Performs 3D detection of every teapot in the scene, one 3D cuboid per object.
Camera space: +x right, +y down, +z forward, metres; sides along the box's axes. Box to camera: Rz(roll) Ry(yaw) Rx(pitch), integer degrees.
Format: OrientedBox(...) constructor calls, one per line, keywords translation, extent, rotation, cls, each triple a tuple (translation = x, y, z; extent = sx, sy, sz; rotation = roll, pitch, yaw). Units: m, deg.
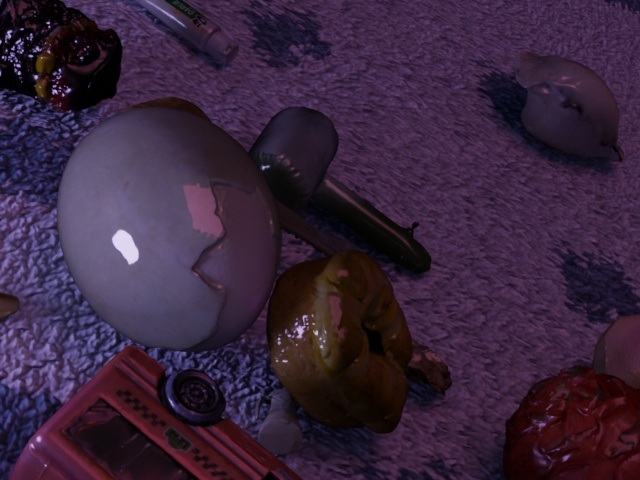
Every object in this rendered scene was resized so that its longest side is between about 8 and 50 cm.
OrientedBox(translation=(-0.053, 0.226, 1.797), extent=(0.067, 0.057, 0.083), rotation=(28, 30, -13), cls="teapot")

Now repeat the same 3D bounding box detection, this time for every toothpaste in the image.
OrientedBox(translation=(-0.267, -0.397, 2.336), extent=(0.314, 0.056, 0.058), rotation=(37, -3, 11), cls="toothpaste")

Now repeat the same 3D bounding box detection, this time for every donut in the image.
OrientedBox(translation=(0.029, 0.129, 1.809), extent=(0.261, 0.128, 0.208), rotation=(60, 31, -44), cls="donut")

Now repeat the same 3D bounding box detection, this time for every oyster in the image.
OrientedBox(translation=(0.110, 0.160, 1.987), extent=(0.177, 0.056, 0.105), rotation=(38, 26, 4), cls="oyster")

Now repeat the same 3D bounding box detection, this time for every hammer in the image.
OrientedBox(translation=(0.039, -0.059, 2.143), extent=(0.335, 0.119, 0.206), rotation=(36, 38, -7), cls="hammer")

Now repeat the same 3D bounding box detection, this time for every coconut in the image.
OrientedBox(translation=(0.516, 0.218, 2.093), extent=(0.245, 0.233, 0.233), rotation=(47, 39, 16), cls="coconut")

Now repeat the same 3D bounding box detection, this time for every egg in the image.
OrientedBox(translation=(-0.183, -0.002, 1.765), extent=(0.278, 0.278, 0.336), rotation=(1, 48, -36), cls="egg")

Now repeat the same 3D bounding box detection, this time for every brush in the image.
OrientedBox(translation=(0.000, 0.000, 1.997), extent=(0.336, 0.020, 0.085), rotation=(32, 28, -45), cls="brush")

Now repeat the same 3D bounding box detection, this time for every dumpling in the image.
OrientedBox(translation=(0.457, -0.252, 2.640), extent=(0.175, 0.243, 0.227), rotation=(-20, 31, -2), cls="dumpling")

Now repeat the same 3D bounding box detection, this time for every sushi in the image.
OrientedBox(translation=(-0.368, -0.261, 2.024), extent=(0.150, 0.153, 0.172), rotation=(27, 12, 26), cls="sushi")

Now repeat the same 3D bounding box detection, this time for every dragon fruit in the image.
OrientedBox(translation=(0.367, 0.295, 1.887), extent=(0.252, 0.241, 0.241), rotation=(26, 37, -23), cls="dragon fruit")

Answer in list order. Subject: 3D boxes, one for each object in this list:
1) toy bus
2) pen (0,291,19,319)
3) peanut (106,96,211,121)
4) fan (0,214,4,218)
OrientedBox(translation=(-0.124, 0.330, 1.511), extent=(0.427, 0.203, 0.233), rotation=(39, 42, 9), cls="toy bus")
OrientedBox(translation=(-0.475, 0.072, 1.678), extent=(0.233, 0.032, 0.040), rotation=(6, 68, -29), cls="pen")
OrientedBox(translation=(-0.235, -0.138, 2.008), extent=(0.129, 0.129, 0.224), rotation=(42, 38, 12), cls="peanut")
OrientedBox(translation=(-0.543, -0.035, 1.760), extent=(0.310, 0.010, 0.182), rotation=(-1, 48, -36), cls="fan")
